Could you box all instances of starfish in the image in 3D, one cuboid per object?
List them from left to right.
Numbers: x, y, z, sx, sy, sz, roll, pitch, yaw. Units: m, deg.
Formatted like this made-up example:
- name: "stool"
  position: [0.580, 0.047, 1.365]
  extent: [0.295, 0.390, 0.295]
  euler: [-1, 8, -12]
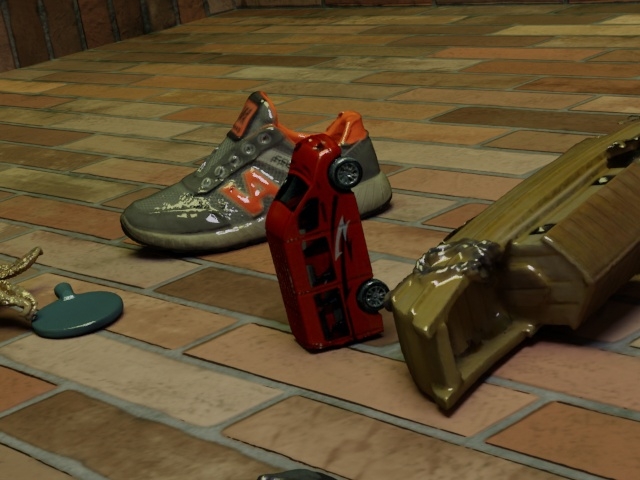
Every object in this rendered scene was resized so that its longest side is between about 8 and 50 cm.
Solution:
- name: "starfish"
  position: [-0.423, 0.077, 1.571]
  extent: [0.295, 0.048, 0.231]
  euler: [-21, 17, -23]

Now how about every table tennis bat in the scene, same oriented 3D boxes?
- name: "table tennis bat"
  position: [-0.270, 0.074, 1.559]
  extent: [0.100, 0.019, 0.155]
  euler: [-18, 19, -16]

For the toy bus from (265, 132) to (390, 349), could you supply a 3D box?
- name: "toy bus"
  position: [0.000, 0.000, 1.338]
  extent: [0.089, 0.195, 0.081]
  euler: [-18, 18, -15]

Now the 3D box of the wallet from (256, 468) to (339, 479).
- name: "wallet"
  position: [0.016, 0.231, 0.789]
  extent: [0.228, 0.062, 0.406]
  euler: [-19, 19, -28]

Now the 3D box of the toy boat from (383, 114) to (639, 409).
- name: "toy boat"
  position: [0.215, 0.019, 1.298]
  extent: [0.162, 0.135, 0.445]
  euler: [0, 23, 43]

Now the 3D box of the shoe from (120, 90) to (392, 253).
- name: "shoe"
  position: [-0.086, -0.092, 1.739]
  extent: [0.337, 0.171, 0.132]
  euler: [-11, 17, -7]
